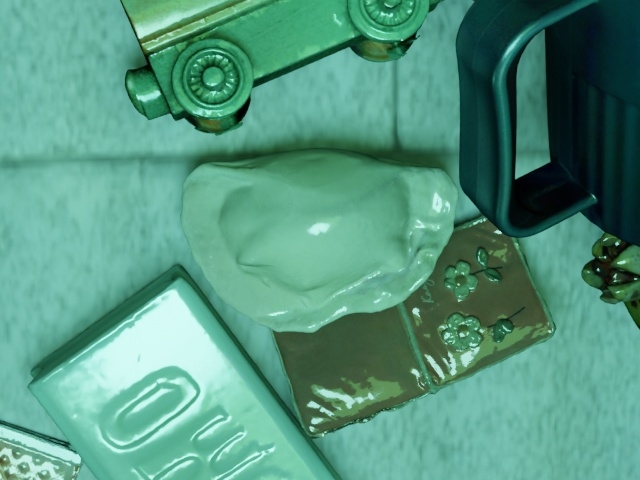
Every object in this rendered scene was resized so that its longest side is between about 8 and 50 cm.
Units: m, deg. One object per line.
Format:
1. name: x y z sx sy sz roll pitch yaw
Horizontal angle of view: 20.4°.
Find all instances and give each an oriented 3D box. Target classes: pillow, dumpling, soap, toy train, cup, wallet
1. pillow: 0.074 0.072 1.500 0.232 0.043 0.126 -22 76 -5
2. dumpling: 0.000 0.000 1.455 0.229 0.124 0.151 -2 95 5
3. soap: -0.103 0.173 1.489 0.160 0.087 0.265 -36 102 -1
4. toy train: -0.037 -0.202 1.436 0.285 0.116 0.177 -24 89 -2
5. cup: 0.268 -0.140 1.309 0.242 0.292 0.308 21 56 23
6. wallet: -0.307 0.193 1.500 0.196 0.020 0.103 21 95 -10

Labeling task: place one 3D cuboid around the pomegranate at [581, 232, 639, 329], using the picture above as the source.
1. pomegranate: 0.319 0.011 1.455 0.179 0.210 0.179 -7 76 27
